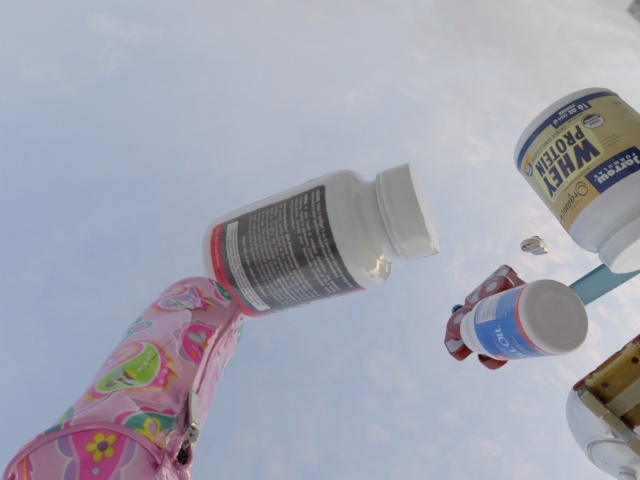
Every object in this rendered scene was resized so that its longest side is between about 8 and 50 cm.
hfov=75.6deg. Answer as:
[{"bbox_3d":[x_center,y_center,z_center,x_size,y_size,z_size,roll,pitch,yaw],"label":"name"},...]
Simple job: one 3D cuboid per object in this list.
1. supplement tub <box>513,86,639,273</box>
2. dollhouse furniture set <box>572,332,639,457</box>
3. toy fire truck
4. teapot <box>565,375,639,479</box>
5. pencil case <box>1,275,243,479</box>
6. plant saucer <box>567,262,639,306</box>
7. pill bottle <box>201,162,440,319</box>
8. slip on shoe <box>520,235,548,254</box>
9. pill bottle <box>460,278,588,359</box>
[{"bbox_3d":[0.558,-0.118,0.802,0.229,0.228,0.316,-5,-127,-18],"label":"supplement tub"},{"bbox_3d":[0.473,0.101,0.405,0.201,0.374,0.152,47,-163,18],"label":"dollhouse furniture set"},{"bbox_3d":[0.489,0.215,1.222,0.169,0.254,0.302,42,-78,-5],"label":"toy fire truck"},{"bbox_3d":[0.644,0.415,0.866,0.256,0.252,0.187,27,-132,17],"label":"teapot"},{"bbox_3d":[-0.146,0.134,0.390,0.124,0.284,0.124,-1,-76,-2],"label":"pencil case"},{"bbox_3d":[0.654,0.091,0.950,0.018,0.192,0.067,12,-130,-16],"label":"plant saucer"},{"bbox_3d":[0.000,0.000,0.609,0.319,0.176,0.176,-18,-121,22],"label":"pill bottle"},{"bbox_3d":[0.558,0.007,1.076,0.135,0.051,0.041,13,-113,-42],"label":"slip on shoe"},{"bbox_3d":[0.354,0.154,0.755,0.124,0.221,0.124,4,-110,-10],"label":"pill bottle"}]
